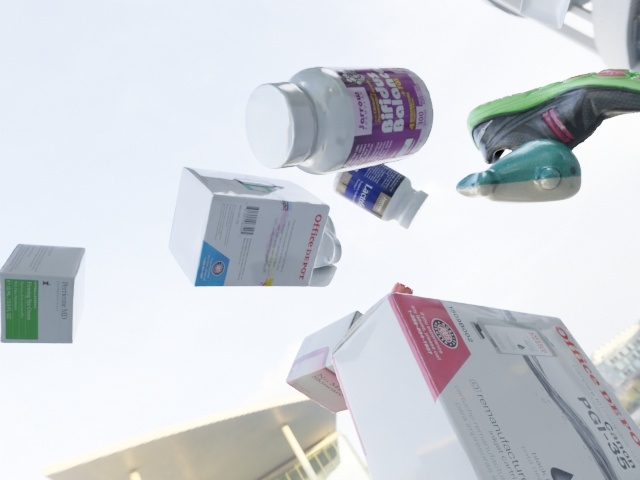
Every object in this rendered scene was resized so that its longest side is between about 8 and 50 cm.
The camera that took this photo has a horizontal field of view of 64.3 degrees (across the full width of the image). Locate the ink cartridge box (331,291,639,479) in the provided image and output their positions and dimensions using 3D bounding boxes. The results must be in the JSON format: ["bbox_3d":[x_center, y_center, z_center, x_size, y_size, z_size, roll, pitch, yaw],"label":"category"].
[{"bbox_3d":[0.177,0.175,0.508,0.283,0.207,0.117,11,-49,-34],"label":"ink cartridge box"}]

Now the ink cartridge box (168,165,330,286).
[{"bbox_3d":[-0.157,-0.027,1.104,0.270,0.197,0.198,4,-69,-34],"label":"ink cartridge box"}]

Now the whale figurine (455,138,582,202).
[{"bbox_3d":[0.435,-0.150,1.119,0.272,0.216,0.141,-4,-87,-16],"label":"whale figurine"}]

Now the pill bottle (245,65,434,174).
[{"bbox_3d":[0.035,-0.198,0.837,0.302,0.169,0.169,-17,-38,-39],"label":"pill bottle"}]

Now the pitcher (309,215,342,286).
[{"bbox_3d":[0.000,0.000,1.394,0.126,0.207,0.178,8,-35,-28],"label":"pitcher"}]

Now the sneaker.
[{"bbox_3d":[0.607,-0.296,1.271,0.185,0.483,0.202,-23,-78,-39],"label":"sneaker"}]

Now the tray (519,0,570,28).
[{"bbox_3d":[0.675,-0.748,1.496,0.030,0.145,0.270,-54,-21,-8],"label":"tray"}]

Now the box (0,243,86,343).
[{"bbox_3d":[-0.363,0.069,0.672,0.087,0.102,0.101,4,-70,-19],"label":"box"}]

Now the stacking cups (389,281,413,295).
[{"bbox_3d":[0.177,0.272,1.512,0.096,0.096,0.316,34,-101,-56],"label":"stacking cups"}]

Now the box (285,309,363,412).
[{"bbox_3d":[0.053,0.269,1.098,0.232,0.149,0.126,-39,20,51],"label":"box"}]

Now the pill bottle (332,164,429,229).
[{"bbox_3d":[0.182,-0.150,1.534,0.153,0.265,0.153,-55,-12,-18],"label":"pill bottle"}]
